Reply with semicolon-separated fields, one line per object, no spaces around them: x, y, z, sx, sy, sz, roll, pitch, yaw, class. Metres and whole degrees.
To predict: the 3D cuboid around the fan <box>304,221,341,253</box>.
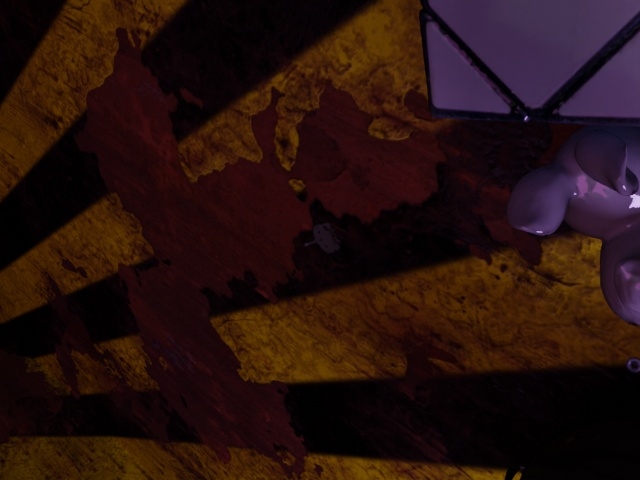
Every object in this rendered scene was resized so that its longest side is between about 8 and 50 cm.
0.000;0.000;0.974;0.083;0.004;0.056;-21;100;48;fan

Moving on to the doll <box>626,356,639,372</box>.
0.429;0.150;0.616;0.195;0.070;0.096;7;96;32;doll

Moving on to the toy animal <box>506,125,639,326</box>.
0.291;-0.016;0.560;0.127;0.178;0.193;-34;91;46;toy animal

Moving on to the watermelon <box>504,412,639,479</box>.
0.364;0.331;0.629;0.359;0.279;0.279;14;123;34;watermelon

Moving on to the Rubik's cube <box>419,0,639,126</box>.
0.215;-0.222;0.475;0.205;0.205;0.207;13;125;42;Rubik's cube
